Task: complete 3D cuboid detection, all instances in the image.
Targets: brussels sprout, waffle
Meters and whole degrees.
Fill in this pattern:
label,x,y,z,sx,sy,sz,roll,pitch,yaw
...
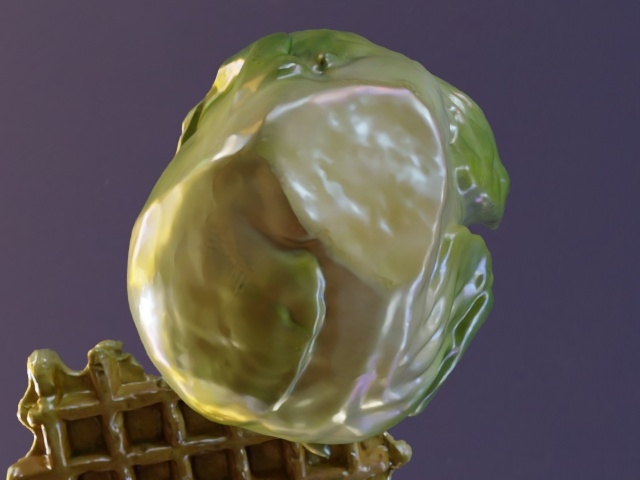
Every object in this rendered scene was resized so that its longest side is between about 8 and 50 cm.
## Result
label,x,y,z,sx,sy,sz,roll,pitch,yaw
brussels sprout,-0.001,-0.002,0.905,0.227,0.294,0.259,15,-104,-7
waffle,-0.091,0.186,1.105,0.301,0.058,0.281,13,-77,-11
